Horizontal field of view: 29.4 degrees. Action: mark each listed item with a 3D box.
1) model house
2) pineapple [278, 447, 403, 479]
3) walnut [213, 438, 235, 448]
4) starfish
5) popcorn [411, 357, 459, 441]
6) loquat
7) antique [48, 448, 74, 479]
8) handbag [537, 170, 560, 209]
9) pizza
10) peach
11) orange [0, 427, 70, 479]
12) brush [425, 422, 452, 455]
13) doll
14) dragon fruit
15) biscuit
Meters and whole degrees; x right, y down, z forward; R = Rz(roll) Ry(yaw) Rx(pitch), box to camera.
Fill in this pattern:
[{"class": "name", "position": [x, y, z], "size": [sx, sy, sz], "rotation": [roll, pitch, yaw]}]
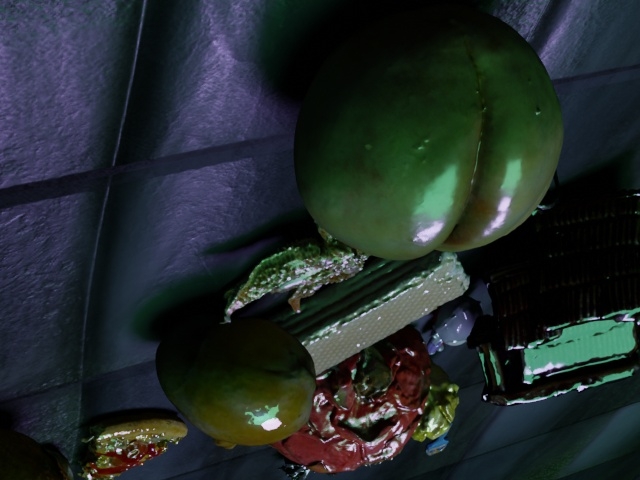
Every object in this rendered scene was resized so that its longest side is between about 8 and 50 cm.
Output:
[{"class": "model house", "position": [0.366, 0.052, 1.898], "size": [0.317, 0.297, 0.282], "rotation": [-12, 122, 4]}, {"class": "pineapple", "position": [0.035, 0.395, 2.303], "size": [0.251, 0.125, 0.125], "rotation": [-29, 154, 17]}, {"class": "walnut", "position": [-0.110, 0.268, 1.972], "size": [0.143, 0.069, 0.170], "rotation": [-8, 144, -40]}, {"class": "starfish", "position": [-0.013, 0.020, 1.590], "size": [0.293, 0.084, 0.301], "rotation": [-37, 156, 19]}, {"class": "popcorn", "position": [0.180, 0.284, 2.175], "size": [0.126, 0.145, 0.126], "rotation": [-21, 148, -27]}, {"class": "loquat", "position": [-0.115, 0.186, 1.663], "size": [0.227, 0.179, 0.179], "rotation": [16, 144, -5]}, {"class": "antique", "position": [-0.431, 0.401, 1.913], "size": [0.080, 0.081, 0.221], "rotation": [-15, 152, -23]}, {"class": "handbag", "position": [0.258, -0.094, 1.557], "size": [0.115, 0.139, 0.072], "rotation": [-5, 139, -35]}, {"class": "pizza", "position": [-0.319, 0.341, 1.930], "size": [0.188, 0.062, 0.199], "rotation": [5, 142, -43]}, {"class": "peach", "position": [0.115, -0.115, 1.290], "size": [0.292, 0.247, 0.292], "rotation": [-7, 124, -10]}, {"class": "orange", "position": [-0.466, 0.392, 1.669], "size": [0.274, 0.274, 0.274], "rotation": [-20, 153, -11]}, {"class": "brush", "position": [0.264, 0.430, 2.662], "size": [0.051, 0.014, 0.164], "rotation": [-19, 152, -17]}, {"class": "doll", "position": [0.223, 0.137, 2.026], "size": [0.102, 0.075, 0.227], "rotation": [-37, 168, -16]}, {"class": "dragon fruit", "position": [0.066, 0.268, 1.958], "size": [0.317, 0.152, 0.205], "rotation": [-39, 155, -4]}, {"class": "biscuit", "position": [0.017, 0.123, 1.808], "size": [0.426, 0.078, 0.144], "rotation": [-29, 153, 6]}]
